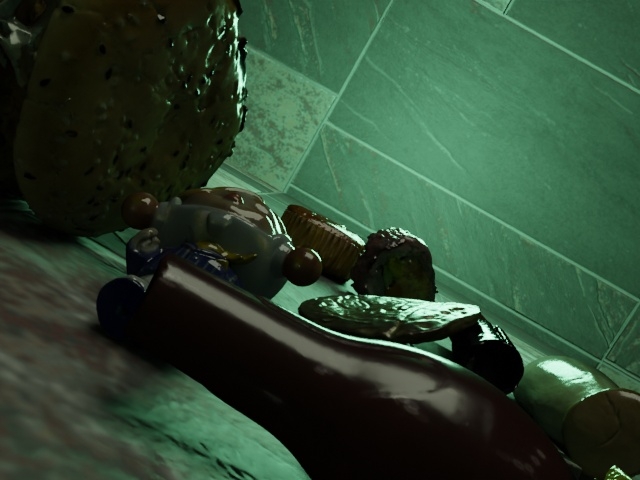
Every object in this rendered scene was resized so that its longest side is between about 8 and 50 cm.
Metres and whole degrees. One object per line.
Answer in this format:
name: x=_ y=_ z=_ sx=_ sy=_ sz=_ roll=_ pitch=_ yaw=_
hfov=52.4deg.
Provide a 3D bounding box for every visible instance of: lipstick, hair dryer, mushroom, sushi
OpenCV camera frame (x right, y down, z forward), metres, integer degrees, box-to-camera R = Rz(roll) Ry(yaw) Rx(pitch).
lipstick: x=0.221 y=0.143 z=0.919 sx=0.077 sy=0.077 sz=0.418 roll=31 pitch=3 yaw=8
hair dryer: x=0.016 y=0.119 z=0.531 sx=0.313 sy=0.123 sz=0.340 roll=31 pitch=-5 yaw=-2
mushroom: x=0.400 y=0.257 z=1.025 sx=0.154 sy=0.137 sz=0.407 roll=44 pitch=2 yaw=10
sushi: x=0.171 y=0.068 z=1.326 sx=0.241 sy=0.161 sz=0.107 roll=25 pitch=6 yaw=-32

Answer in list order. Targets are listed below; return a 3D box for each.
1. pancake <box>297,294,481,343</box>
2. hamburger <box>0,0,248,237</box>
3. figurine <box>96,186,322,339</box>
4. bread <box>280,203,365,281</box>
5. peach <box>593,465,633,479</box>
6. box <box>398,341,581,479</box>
pancake: x=0.090 y=0.098 z=0.868 sx=0.250 sy=0.031 sz=0.250 roll=-1 pitch=4 yaw=0
hamburger: x=-0.231 y=-0.150 z=0.680 sx=0.195 sy=0.277 sz=0.318 roll=30 pitch=-33 yaw=17
figurine: x=-0.097 y=0.031 z=0.608 sx=0.194 sy=0.133 sz=0.274 roll=10 pitch=21 yaw=-16
bread: x=0.000 y=0.000 z=1.363 sx=0.199 sy=0.104 sz=0.199 roll=29 pitch=4 yaw=-2
peach: x=0.228 y=0.233 z=0.461 sx=0.151 sy=0.118 sz=0.151 roll=-4 pitch=-6 yaw=0
box: x=0.174 y=0.194 z=0.841 sx=0.180 sy=0.047 sz=0.325 roll=30 pitch=6 yaw=-14
